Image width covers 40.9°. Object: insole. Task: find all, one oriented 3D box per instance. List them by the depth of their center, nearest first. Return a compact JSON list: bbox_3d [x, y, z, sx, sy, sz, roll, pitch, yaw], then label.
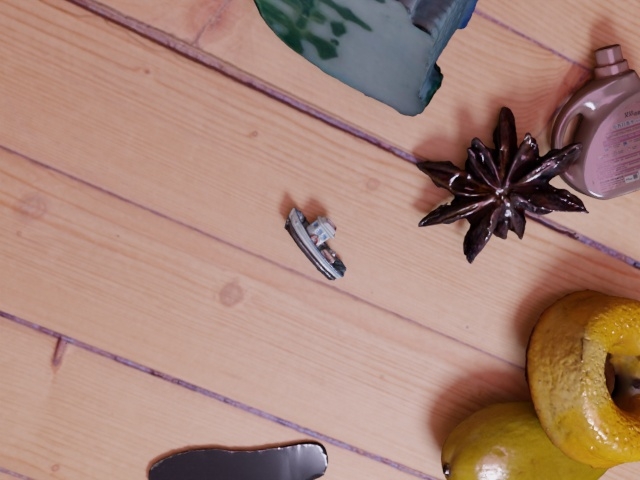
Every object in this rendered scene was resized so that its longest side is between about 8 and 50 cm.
[{"bbox_3d":[-0.139,0.396,1.479,0.309,0.012,0.110,-9,103,-6],"label":"insole"}]

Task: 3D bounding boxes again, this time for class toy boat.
[{"bbox_3d":[0.000,0.000,1.384,0.066,0.059,0.140,-37,104,15],"label":"toy boat"}]

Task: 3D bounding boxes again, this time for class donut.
[{"bbox_3d":[0.488,0.226,1.423,0.303,0.110,0.302,5,79,-23],"label":"donut"}]

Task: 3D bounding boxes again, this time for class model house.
[{"bbox_3d":[0.106,-0.416,1.247,0.295,0.251,0.329,29,74,10],"label":"model house"}]

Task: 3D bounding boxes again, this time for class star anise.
[{"bbox_3d":[0.287,-0.082,1.380,0.283,0.129,0.212,-32,99,9],"label":"star anise"}]

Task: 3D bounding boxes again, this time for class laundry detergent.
[{"bbox_3d":[0.454,-0.186,1.398,0.171,0.076,0.237,-18,104,-3],"label":"laundry detergent"}]

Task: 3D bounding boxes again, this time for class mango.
[{"bbox_3d":[0.361,0.374,1.479,0.332,0.142,0.195,5,103,-17],"label":"mango"}]
